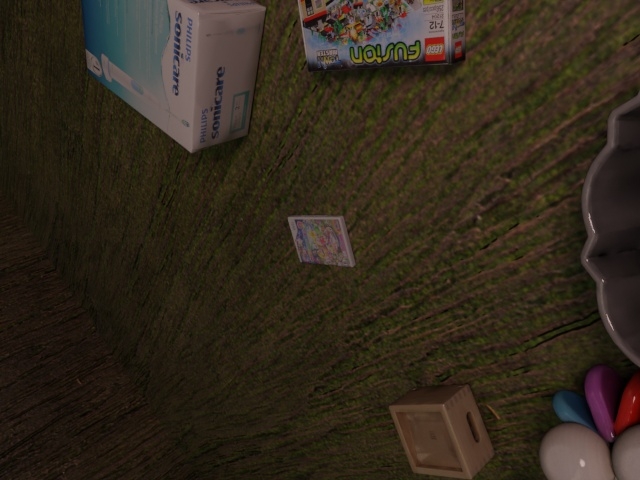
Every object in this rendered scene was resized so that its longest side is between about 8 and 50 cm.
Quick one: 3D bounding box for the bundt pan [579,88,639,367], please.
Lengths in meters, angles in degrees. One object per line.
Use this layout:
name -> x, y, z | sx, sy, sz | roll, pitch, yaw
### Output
bundt pan -> 0.350, -0.005, 0.299 | 0.331, 0.124, 0.330 | 171, 90, -67

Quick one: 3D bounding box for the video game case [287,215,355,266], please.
video game case -> 0.000, 0.000, 0.798 | 0.122, 0.011, 0.087 | 3, 116, 44

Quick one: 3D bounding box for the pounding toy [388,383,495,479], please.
pounding toy -> 0.192, 0.301, 0.743 | 0.130, 0.100, 0.141 | -25, 85, 49

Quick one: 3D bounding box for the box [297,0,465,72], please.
box -> 0.064, -0.259, 0.554 | 0.207, 0.036, 0.114 | 13, 123, 40

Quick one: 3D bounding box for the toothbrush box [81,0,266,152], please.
toothbrush box -> -0.243, -0.312, 0.759 | 0.296, 0.126, 0.216 | 38, 135, 24

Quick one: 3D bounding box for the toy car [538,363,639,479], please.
toy car -> 0.330, 0.201, 0.512 | 0.182, 0.159, 0.136 | -25, 60, 50
